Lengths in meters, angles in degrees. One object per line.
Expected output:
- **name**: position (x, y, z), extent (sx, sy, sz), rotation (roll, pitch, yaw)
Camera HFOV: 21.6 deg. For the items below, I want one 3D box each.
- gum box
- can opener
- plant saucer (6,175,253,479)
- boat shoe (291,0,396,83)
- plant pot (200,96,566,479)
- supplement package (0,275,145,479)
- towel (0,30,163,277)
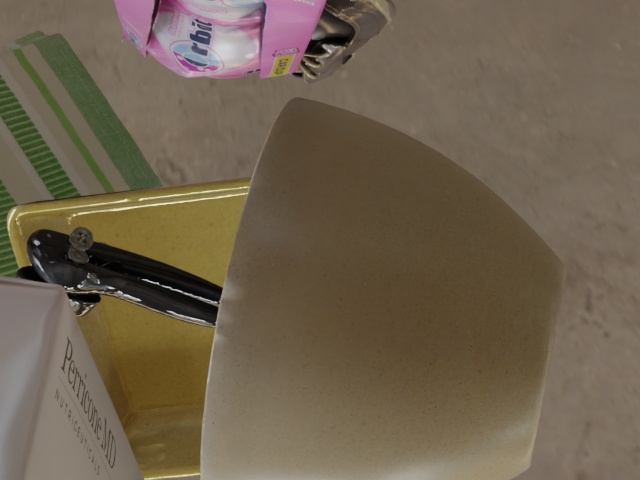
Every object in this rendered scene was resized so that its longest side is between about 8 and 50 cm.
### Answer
- **gum box**: position (-0.014, -0.143, 0.486), extent (0.062, 0.107, 0.188), rotation (13, 83, -3)
- **can opener**: position (-0.163, 0.032, 1.414), extent (0.186, 0.059, 0.073), rotation (12, 143, -22)
- **plant saucer**: position (-0.096, 0.070, 1.605), extent (0.333, 0.081, 0.332), rotation (-6, 123, 8)
- **boat shoe**: position (0.000, -0.246, 1.973), extent (0.132, 0.355, 0.130), rotation (33, 88, 1)
- **plant pot**: position (0.052, 0.064, 1.074), extent (0.191, 0.284, 0.284), rotation (11, 117, 8)
- **supplement package**: position (-0.171, 0.171, 0.511), extent (0.175, 0.293, 0.177), rotation (4, 152, 7)
- **towel**: position (-0.333, -0.082, 1.803), extent (0.038, 0.325, 0.248), rotation (-33, 91, 42)
